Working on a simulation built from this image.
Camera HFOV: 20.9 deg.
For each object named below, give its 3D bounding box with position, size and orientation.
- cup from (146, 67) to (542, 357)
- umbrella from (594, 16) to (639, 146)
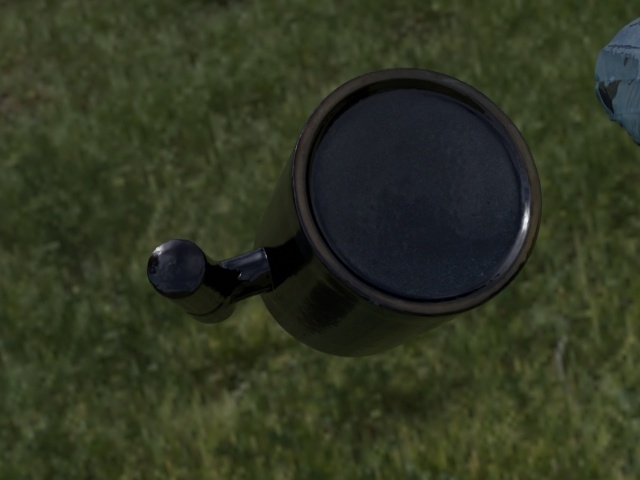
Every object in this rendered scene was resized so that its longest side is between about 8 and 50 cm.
[{"bbox_3d":[0.005,-0.016,1.169,0.239,0.166,0.177,10,-18,-12],"label":"cup"},{"bbox_3d":[0.149,-0.044,0.659,0.053,0.052,0.250,-13,18,1],"label":"umbrella"}]
